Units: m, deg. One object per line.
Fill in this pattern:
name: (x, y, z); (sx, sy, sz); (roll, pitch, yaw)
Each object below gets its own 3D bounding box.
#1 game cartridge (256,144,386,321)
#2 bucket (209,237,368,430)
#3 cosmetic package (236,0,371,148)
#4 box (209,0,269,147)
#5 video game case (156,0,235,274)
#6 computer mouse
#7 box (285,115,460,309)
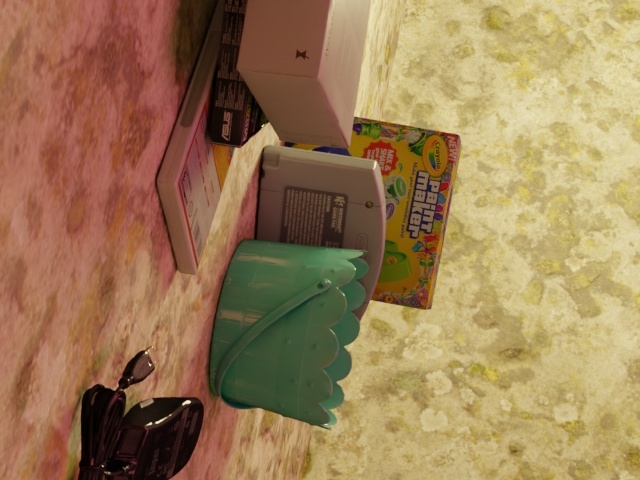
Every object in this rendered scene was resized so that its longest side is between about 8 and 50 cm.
game cartridge: (0.000, 0.000, 2.023); (0.062, 0.198, 0.297); (-82, 179, -59)
bucket: (-0.045, 0.131, 1.929); (0.281, 0.183, 0.281); (10, 90, -82)
cosmetic package: (0.001, -0.322, 1.479); (0.284, 0.097, 0.377); (64, 34, -78)
box: (-0.079, -0.218, 1.529); (0.184, 0.045, 0.191); (-52, 152, -69)
video game case: (-0.129, -0.129, 1.540); (0.204, 0.025, 0.285); (87, 16, -60)
computer mouse: (-0.195, 0.185, 1.374); (0.262, 0.060, 0.184); (-28, 133, -66)
box: (0.073, -0.050, 2.193); (0.177, 0.279, 0.290); (21, 79, -83)
